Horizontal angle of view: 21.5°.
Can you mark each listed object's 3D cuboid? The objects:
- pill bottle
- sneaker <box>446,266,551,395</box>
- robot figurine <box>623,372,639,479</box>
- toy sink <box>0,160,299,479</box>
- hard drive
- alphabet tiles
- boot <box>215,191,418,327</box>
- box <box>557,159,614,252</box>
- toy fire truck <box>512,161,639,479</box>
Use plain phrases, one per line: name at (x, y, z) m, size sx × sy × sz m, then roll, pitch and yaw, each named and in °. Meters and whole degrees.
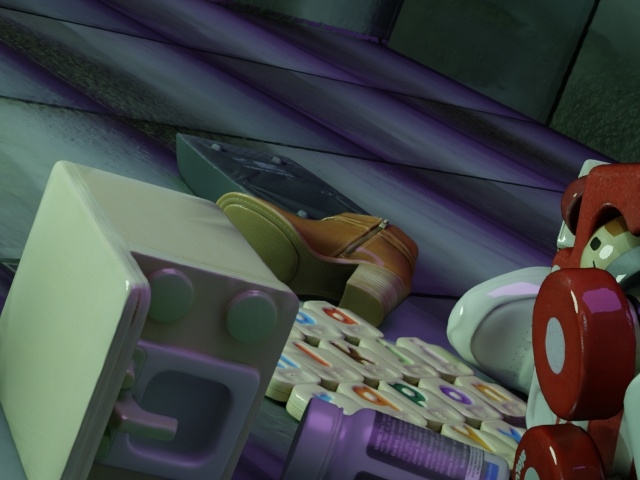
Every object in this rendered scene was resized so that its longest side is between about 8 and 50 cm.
pill bottle at (0.047, 0.155, 1.096) m, size 0.137 × 0.078 × 0.078 m, roll 21°, pitch 13°, yaw -1°
sneaker at (0.261, 0.113, 1.501) m, size 0.305 × 0.114 × 0.152 m, roll 19°, pitch 13°, yaw -17°
robot figurine at (0.285, 0.170, 0.935) m, size 0.300 × 0.353 × 0.200 m, roll 2°, pitch -17°, yaw -39°
toy sink at (-0.109, 0.067, 1.053) m, size 0.131 × 0.153 × 0.234 m, roll 15°, pitch 13°, yaw -24°
hard drive at (-0.040, -0.037, 1.785) m, size 0.172 × 0.054 × 0.254 m, roll 10°, pitch 18°, yaw -37°
alphabet tiles at (0.055, 0.121, 1.370) m, size 0.278 × 0.021 × 0.284 m, roll 33°, pitch 18°, yaw 33°
boot at (0.000, 0.000, 1.605) m, size 0.197 × 0.073 × 0.152 m, roll 36°, pitch 29°, yaw 0°
box at (0.291, 0.033, 1.619) m, size 0.113 × 0.094 × 0.275 m, roll 16°, pitch -22°, yaw 16°
toy fire truck at (0.212, 0.077, 1.190) m, size 0.169 × 0.302 × 0.254 m, roll -3°, pitch 29°, yaw -12°
